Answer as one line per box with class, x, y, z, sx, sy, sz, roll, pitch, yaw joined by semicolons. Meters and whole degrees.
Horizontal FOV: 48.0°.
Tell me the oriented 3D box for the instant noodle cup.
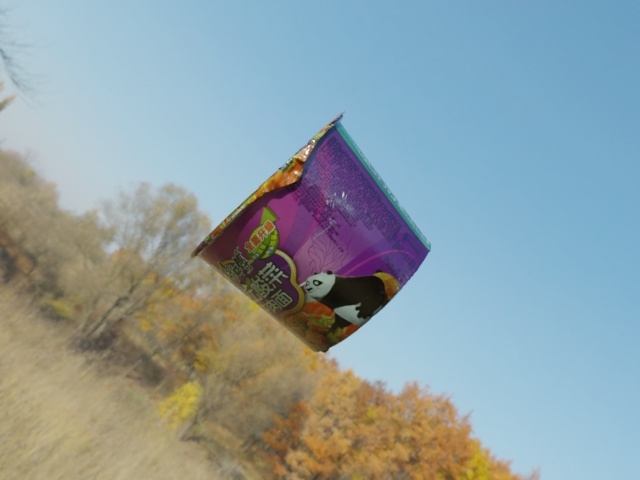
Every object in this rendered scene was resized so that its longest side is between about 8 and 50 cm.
instant noodle cup;0.000;0.000;0.860;0.190;0.251;0.251;47;-15;-5
